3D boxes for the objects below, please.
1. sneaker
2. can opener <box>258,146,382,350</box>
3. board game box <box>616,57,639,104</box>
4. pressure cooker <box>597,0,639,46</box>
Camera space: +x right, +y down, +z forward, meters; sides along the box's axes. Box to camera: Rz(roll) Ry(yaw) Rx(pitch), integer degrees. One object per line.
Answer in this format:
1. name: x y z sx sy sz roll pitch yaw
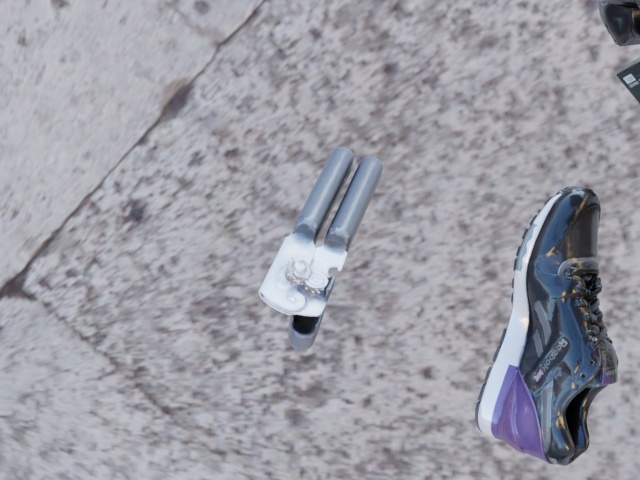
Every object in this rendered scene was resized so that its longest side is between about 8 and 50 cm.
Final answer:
1. sneaker: 0.260 0.089 1.438 0.107 0.124 0.283 -5 112 -48
2. can opener: 0.000 0.000 1.621 0.074 0.093 0.280 19 47 5
3. board game box: 0.433 -0.174 1.598 0.126 0.186 0.026 50 63 -7
4. pressure cooker: 0.386 -0.370 1.099 0.369 0.375 0.420 -7 98 1
